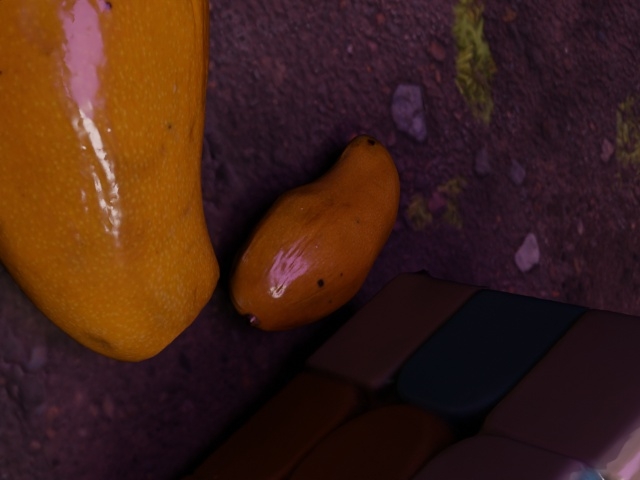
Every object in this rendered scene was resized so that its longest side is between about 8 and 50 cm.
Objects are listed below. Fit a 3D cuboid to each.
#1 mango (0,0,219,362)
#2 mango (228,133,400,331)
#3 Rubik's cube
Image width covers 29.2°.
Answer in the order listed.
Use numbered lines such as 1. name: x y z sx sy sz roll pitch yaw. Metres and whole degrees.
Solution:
1. mango: -0.149 -0.094 0.772 0.187 0.144 0.359 -11 100 -47
2. mango: 0.000 0.000 0.923 0.190 0.075 0.098 -48 120 -36
3. Rubik's cube: 0.110 0.265 0.793 0.344 0.347 0.346 -42 110 -18
